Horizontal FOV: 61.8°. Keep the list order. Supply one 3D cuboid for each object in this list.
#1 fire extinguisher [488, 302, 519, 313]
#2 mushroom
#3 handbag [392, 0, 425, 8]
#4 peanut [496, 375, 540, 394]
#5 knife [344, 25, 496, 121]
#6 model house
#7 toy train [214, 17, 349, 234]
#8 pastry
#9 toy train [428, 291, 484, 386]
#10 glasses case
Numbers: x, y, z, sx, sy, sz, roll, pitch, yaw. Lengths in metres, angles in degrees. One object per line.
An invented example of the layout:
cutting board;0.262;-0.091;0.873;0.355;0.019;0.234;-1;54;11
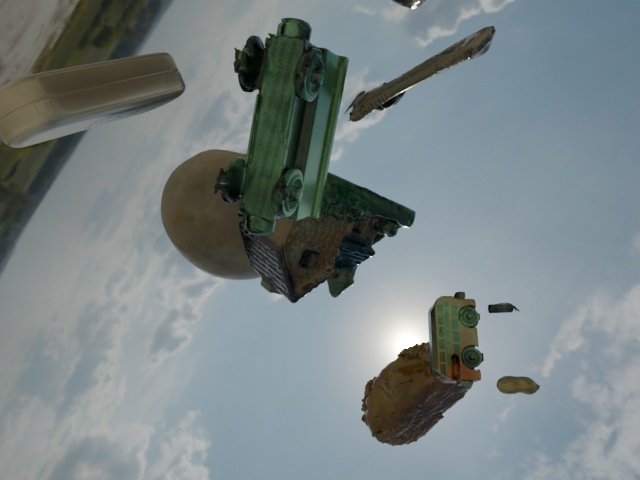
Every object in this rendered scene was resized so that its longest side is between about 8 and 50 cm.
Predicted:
fire extinguisher;0.506;0.185;1.481;0.038;0.083;0.025;-101;-166;-48
mushroom;-0.211;-0.076;1.352;0.362;0.362;0.295;-36;-156;35
handbag;0.045;-0.391;0.406;0.240;0.340;0.247;-49;-121;3
peanut;0.367;0.269;0.993;0.037;0.083;0.037;-172;-90;-86
knife;0.152;-0.259;0.879;0.089;0.043;0.365;-59;-159;-16
model house;0.000;0.000;1.138;0.245;0.312;0.280;31;-80;50
toy train;-0.050;-0.157;0.785;0.202;0.120;0.301;-26;128;-72
pastry;0.239;0.377;1.366;0.311;0.255;0.162;-50;-132;11
toy train;0.268;0.196;1.073;0.072;0.099;0.188;83;7;-68
glasses case;-0.218;-0.140;0.520;0.083;0.050;0.196;-15;-165;38
